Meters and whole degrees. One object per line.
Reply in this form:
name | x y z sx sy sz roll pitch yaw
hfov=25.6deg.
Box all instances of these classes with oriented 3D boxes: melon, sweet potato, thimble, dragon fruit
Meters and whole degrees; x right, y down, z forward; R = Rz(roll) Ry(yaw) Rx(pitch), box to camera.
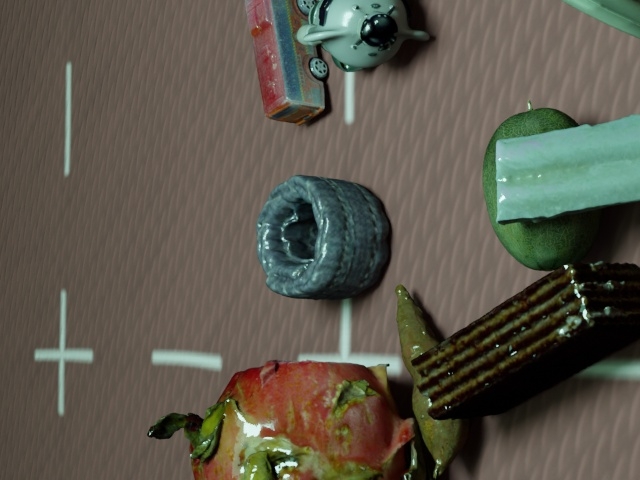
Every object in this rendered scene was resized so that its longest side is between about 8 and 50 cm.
melon | 0.213 -0.054 1.349 0.114 0.114 0.167 -21 73 49
sweet potato | 0.122 0.138 1.489 0.068 0.068 0.226 -41 50 42
thimble | 0.002 -0.001 1.624 0.150 0.098 0.150 -9 79 51
dragon fruit | -0.019 0.276 1.506 0.250 0.269 0.291 -17 69 60

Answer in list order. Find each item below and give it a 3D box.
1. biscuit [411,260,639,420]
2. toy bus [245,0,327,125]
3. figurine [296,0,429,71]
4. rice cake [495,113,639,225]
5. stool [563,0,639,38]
biscuit | 0.201 0.102 1.355 0.252 0.106 0.070 -39 59 44
toy bus | -0.043 -0.238 1.717 0.065 0.077 0.192 -28 66 45
figurine | 0.040 -0.247 1.579 0.192 0.147 0.126 -141 42 -67
rice cake | 0.264 -0.068 1.255 0.226 0.040 0.085 -9 80 15
stool | 0.285 -0.292 1.223 0.195 0.195 0.198 46 116 44
